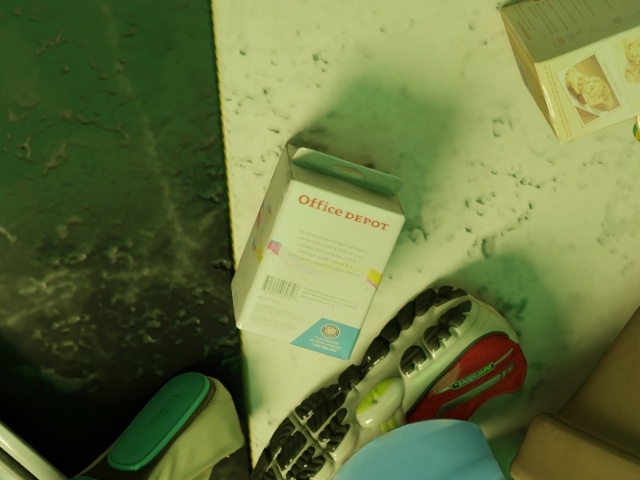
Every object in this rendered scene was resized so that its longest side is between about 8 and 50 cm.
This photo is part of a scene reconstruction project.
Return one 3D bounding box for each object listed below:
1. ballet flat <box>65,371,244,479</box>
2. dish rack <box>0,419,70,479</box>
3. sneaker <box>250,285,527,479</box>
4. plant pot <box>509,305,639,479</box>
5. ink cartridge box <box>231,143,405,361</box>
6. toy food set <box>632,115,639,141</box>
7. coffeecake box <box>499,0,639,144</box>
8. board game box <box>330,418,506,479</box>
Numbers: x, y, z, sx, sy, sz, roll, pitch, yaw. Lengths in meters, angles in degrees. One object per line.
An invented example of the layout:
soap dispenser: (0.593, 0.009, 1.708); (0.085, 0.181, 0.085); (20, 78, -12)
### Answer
ballet flat: (-0.151, 0.201, 1.465); (0.248, 0.086, 0.086); (-40, 115, -29)
dish rack: (-0.330, 0.273, 1.536); (0.333, 0.072, 0.285); (-42, 108, 11)
sneaker: (0.051, 0.165, 1.513); (0.279, 0.107, 0.118); (-43, 114, 12)
plant pot: (0.307, 0.131, 1.466); (0.263, 0.263, 0.229); (25, 88, -14)
ink cartridge box: (0.000, 0.000, 1.447); (0.092, 0.090, 0.143); (18, 108, -12)
toy food set: (0.280, -0.102, 1.470); (0.082, 0.020, 0.083); (12, 110, -9)
coffeecake box: (0.237, -0.152, 1.380); (0.185, 0.142, 0.068); (-20, 112, 3)
board game box: (0.075, 0.199, 1.472); (0.133, 0.033, 0.169); (-29, 122, -1)
